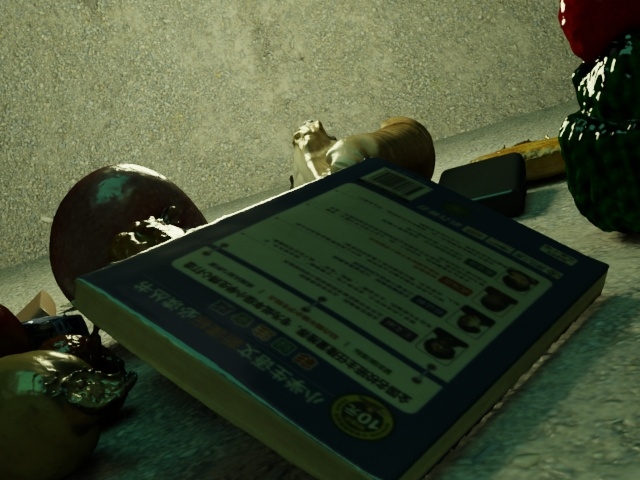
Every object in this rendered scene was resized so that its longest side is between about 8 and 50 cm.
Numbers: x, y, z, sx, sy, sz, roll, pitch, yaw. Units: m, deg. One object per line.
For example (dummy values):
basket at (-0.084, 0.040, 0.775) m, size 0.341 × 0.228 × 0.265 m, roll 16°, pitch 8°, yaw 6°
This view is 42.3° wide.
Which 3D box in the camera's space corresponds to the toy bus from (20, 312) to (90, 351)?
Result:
toy bus at (-0.401, 0.147, 1.242) m, size 0.076 × 0.073 × 0.167 m, roll -21°, pitch 10°, yaw -41°

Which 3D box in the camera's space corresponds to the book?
book at (0.047, 0.038, 0.728) m, size 0.300 × 0.039 × 0.428 m, roll 29°, pitch 33°, yaw 27°

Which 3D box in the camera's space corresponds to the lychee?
lychee at (-0.257, 0.141, 0.872) m, size 0.101 × 0.114 × 0.140 m, roll -32°, pitch -17°, yaw -41°

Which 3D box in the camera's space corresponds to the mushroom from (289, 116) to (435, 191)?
mushroom at (0.104, -0.112, 1.619) m, size 0.313 × 0.224 × 0.397 m, roll -3°, pitch 15°, yaw -7°

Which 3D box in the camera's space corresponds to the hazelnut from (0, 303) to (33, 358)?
hazelnut at (-0.442, 0.153, 0.989) m, size 0.170 × 0.161 × 0.201 m, roll -8°, pitch 3°, yaw 44°

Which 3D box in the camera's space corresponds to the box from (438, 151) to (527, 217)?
box at (0.275, -0.086, 1.433) m, size 0.160 × 0.050 × 0.230 m, roll -13°, pitch 18°, yaw 19°

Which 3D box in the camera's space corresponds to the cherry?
cherry at (-0.279, 0.024, 1.214) m, size 0.221 × 0.261 × 0.307 m, roll -40°, pitch 4°, yaw -34°

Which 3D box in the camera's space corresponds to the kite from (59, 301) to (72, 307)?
kite at (-0.421, 0.105, 1.734) m, size 0.250 × 0.012 × 0.229 m, roll -19°, pitch 13°, yaw -16°

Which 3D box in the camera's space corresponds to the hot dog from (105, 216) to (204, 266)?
hot dog at (-0.087, 0.056, 0.897) m, size 0.266 × 0.174 × 0.387 m, roll -5°, pitch 4°, yaw -26°

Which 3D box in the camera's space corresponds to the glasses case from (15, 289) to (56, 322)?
glasses case at (-0.487, 0.157, 1.413) m, size 0.102 × 0.070 × 0.193 m, roll -46°, pitch 17°, yaw -9°

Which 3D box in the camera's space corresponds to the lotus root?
lotus root at (-0.266, 0.162, 0.760) m, size 0.220 × 0.125 × 0.118 m, roll -18°, pitch -18°, yaw 25°

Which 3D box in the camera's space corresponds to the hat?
hat at (0.406, -0.189, 1.017) m, size 0.242 × 0.332 × 0.274 m, roll -13°, pitch 12°, yaw 32°

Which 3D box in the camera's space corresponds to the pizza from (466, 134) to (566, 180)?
pizza at (0.449, -0.165, 1.648) m, size 0.279 × 0.075 × 0.287 m, roll -8°, pitch 9°, yaw 22°
